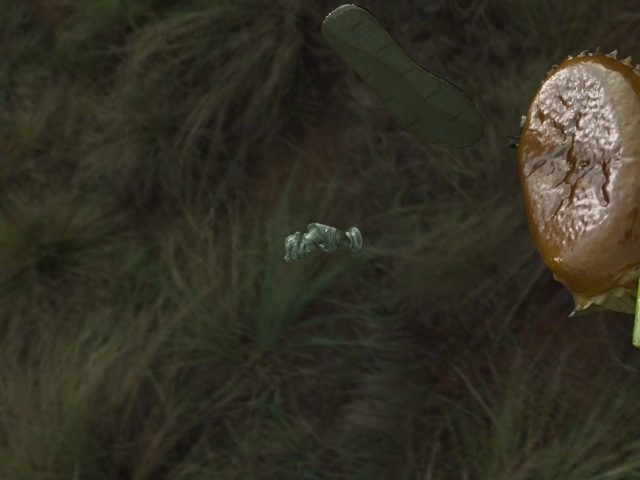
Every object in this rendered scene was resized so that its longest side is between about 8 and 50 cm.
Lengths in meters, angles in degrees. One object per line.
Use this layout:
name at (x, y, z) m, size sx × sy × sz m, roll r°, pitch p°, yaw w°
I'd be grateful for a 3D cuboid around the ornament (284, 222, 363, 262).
ornament at (0.003, 0.000, 1.177) m, size 0.092 × 0.068 × 0.041 m, roll -7°, pitch 91°, yaw -1°

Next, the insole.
insole at (0.133, -0.246, 1.623) m, size 0.119 × 0.348 × 0.009 m, roll -31°, pitch 37°, yaw 29°

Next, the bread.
bread at (0.393, -0.091, 1.432) m, size 0.236 × 0.183 × 0.389 m, roll -32°, pitch 49°, yaw 27°

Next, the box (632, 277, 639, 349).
box at (0.371, -0.065, 0.875) m, size 0.187 × 0.047 × 0.335 m, roll -17°, pitch 49°, yaw 48°
